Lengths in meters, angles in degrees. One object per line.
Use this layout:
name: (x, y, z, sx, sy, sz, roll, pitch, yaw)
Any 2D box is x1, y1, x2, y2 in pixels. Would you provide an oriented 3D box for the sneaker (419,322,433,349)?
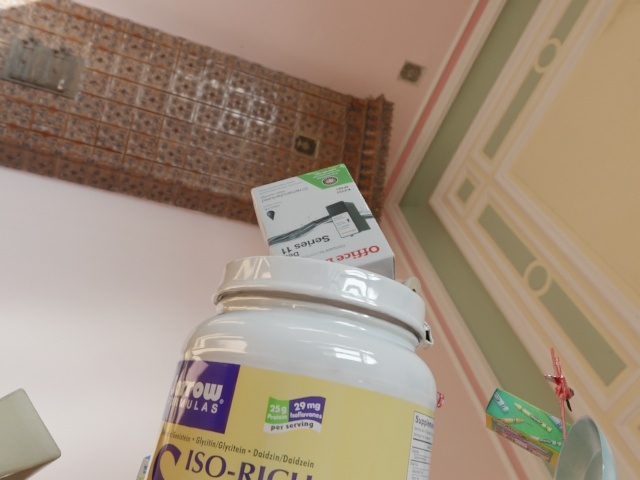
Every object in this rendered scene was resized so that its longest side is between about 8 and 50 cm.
sneaker: (0.312, 0.262, 1.652, 0.152, 0.054, 0.061, 66, -19, 15)

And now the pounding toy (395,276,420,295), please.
pounding toy: (0.141, 0.158, 1.255, 0.155, 0.154, 0.269, 7, -70, 29)

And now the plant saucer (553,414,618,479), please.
plant saucer: (0.354, 0.334, 0.706, 0.195, 0.038, 0.194, 13, 90, -78)

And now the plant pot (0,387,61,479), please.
plant pot: (-0.420, 0.267, 0.667, 0.109, 0.109, 0.096, -35, 173, 1)

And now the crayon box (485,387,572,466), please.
crayon box: (0.588, 0.520, 1.430, 0.279, 0.165, 0.081, 25, -113, 30)

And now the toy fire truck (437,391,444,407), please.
toy fire truck: (0.278, 0.469, 1.683, 0.192, 0.135, 0.047, 0, -121, 49)

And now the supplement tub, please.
supplement tub: (-0.027, 0.203, 0.469, 0.241, 0.241, 0.331, 147, -42, -61)

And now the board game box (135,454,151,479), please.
board game box: (-0.266, 0.638, 1.081, 0.086, 0.309, 0.301, 34, 72, -70)

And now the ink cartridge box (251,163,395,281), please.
ink cartridge box: (0.000, 0.000, 0.750, 0.086, 0.153, 0.208, 81, -11, -46)

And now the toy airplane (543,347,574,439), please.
toy airplane: (0.384, 0.233, 0.850, 0.028, 0.151, 0.151, -13, -120, 27)
